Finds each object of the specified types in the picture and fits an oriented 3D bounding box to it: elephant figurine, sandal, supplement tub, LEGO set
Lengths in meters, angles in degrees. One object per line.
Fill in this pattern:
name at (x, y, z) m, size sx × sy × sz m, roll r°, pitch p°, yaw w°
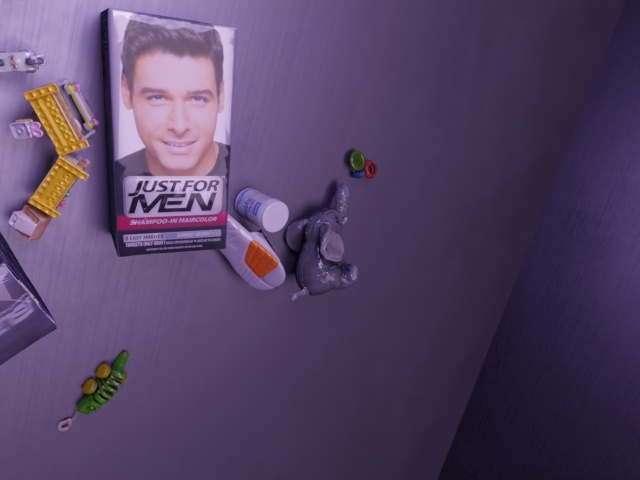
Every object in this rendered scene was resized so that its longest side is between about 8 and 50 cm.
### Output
elephant figurine at (0.000, 0.000, 1.143) m, size 0.170 × 0.186 × 0.239 m, roll -6°, pitch 110°, yaw 5°
sandal at (-0.164, 0.000, 1.005) m, size 0.265 × 0.102 × 0.076 m, roll 52°, pitch 27°, yaw -29°
supplement tub at (-0.127, -0.066, 0.991) m, size 0.071 × 0.107 × 0.070 m, roll -21°, pitch 124°, yaw -36°
LEGO set at (-0.405, -0.142, 0.713) m, size 0.132 × 0.107 × 0.286 m, roll 3°, pitch 117°, yaw -9°

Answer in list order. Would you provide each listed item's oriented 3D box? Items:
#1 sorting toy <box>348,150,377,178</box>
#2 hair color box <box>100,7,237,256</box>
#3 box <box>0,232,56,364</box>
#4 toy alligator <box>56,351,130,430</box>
sorting toy at (0.101, -0.191, 1.212) m, size 0.102 × 0.042 × 0.061 m, roll 26°, pitch 75°, yaw -36°
hair color box at (-0.254, -0.169, 0.780) m, size 0.186 × 0.114 × 0.373 m, roll -5°, pitch 113°, yaw -28°
box at (-0.498, 0.075, 0.483) m, size 0.318 × 0.395 × 0.097 m, roll -39°, pitch 131°, yaw -26°
toy alligator at (-0.437, 0.307, 0.915) m, size 0.189 × 0.051 × 0.056 m, roll -52°, pitch 136°, yaw -12°
